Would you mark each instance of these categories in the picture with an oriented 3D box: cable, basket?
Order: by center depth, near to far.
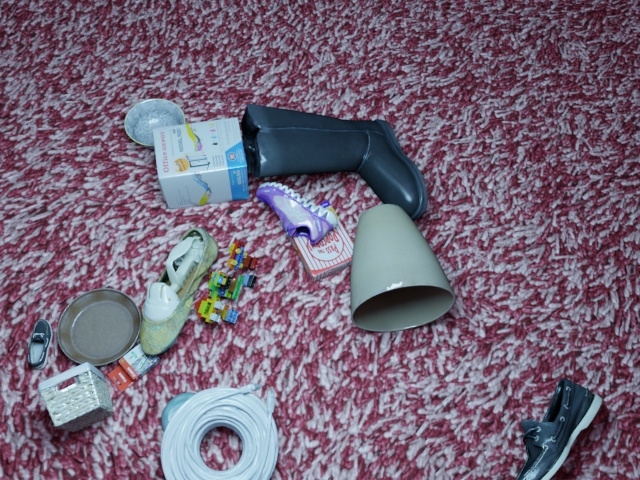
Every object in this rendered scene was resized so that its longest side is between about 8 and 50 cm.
[{"bbox_3d":[-0.222,0.459,1.292,0.257,0.089,0.257,-2,69,-12],"label":"cable"},{"bbox_3d":[-0.536,0.353,1.292,0.113,0.167,0.103,-24,73,-16],"label":"basket"}]

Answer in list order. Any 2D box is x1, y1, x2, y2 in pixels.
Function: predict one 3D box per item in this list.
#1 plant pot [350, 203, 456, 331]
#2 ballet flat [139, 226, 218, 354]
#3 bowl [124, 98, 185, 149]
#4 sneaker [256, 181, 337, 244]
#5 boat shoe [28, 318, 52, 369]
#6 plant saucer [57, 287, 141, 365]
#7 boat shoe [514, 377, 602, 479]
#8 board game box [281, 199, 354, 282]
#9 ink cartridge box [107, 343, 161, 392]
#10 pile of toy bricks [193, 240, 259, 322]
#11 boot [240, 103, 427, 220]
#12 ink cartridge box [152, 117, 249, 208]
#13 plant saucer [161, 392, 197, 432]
[{"bbox_3d":[0.181,0.053,1.466,0.256,0.256,0.274,-5,59,-7],"label":"plant pot"},{"bbox_3d":[-0.365,0.110,1.439,0.123,0.123,0.348,20,57,6],"label":"ballet flat"},{"bbox_3d":[-0.477,-0.322,1.691,0.170,0.080,0.170,2,62,-4],"label":"bowl"},{"bbox_3d":[-0.077,-0.068,1.541,0.236,0.095,0.104,28,72,9],"label":"sneaker"},{"bbox_3d":[-0.681,0.246,1.402,0.046,0.038,0.125,0,63,-5],"label":"boat shoe"},{"bbox_3d":[-0.541,0.216,1.432,0.198,0.036,0.199,2,62,-4],"label":"plant saucer"},{"bbox_3d":[0.526,0.450,1.353,0.113,0.127,0.340,42,65,17],"label":"boat shoe"},{"bbox_3d":[0.000,0.000,1.585,0.146,0.045,0.193,-24,67,-16],"label":"board game box"},{"bbox_3d":[-0.451,0.303,1.398,0.115,0.029,0.063,-39,72,-22],"label":"ink cartridge box"},{"bbox_3d":[-0.249,0.110,1.489,0.105,0.118,0.212,11,76,32],"label":"pile of toy bricks"},{"bbox_3d":[0.031,-0.203,1.557,0.445,0.146,0.367,1,48,-31],"label":"boot"},{"bbox_3d":[-0.326,-0.210,1.596,0.232,0.168,0.171,-9,65,-9],"label":"ink cartridge box"},{"bbox_3d":[-0.314,0.414,1.357,0.119,0.021,0.119,2,63,-3],"label":"plant saucer"}]
